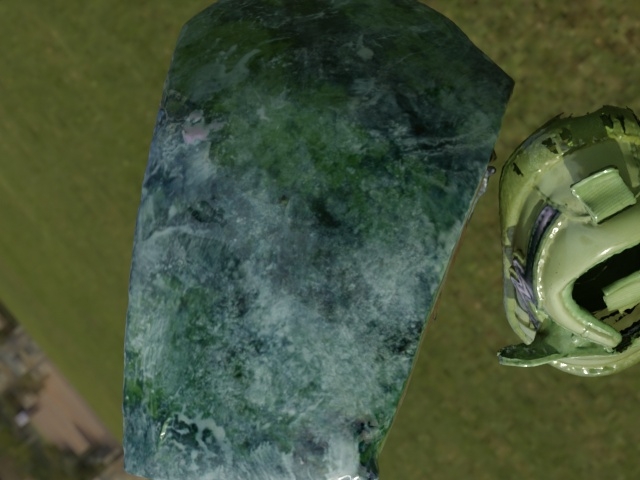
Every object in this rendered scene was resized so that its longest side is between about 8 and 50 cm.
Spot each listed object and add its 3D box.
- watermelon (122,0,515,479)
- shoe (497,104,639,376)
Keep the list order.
[{"bbox_3d":[0.000,0.000,1.082,0.228,0.387,0.258,11,162,9],"label":"watermelon"},{"bbox_3d":[0.181,0.023,1.054,0.262,0.140,0.128,72,-170,-49],"label":"shoe"}]
